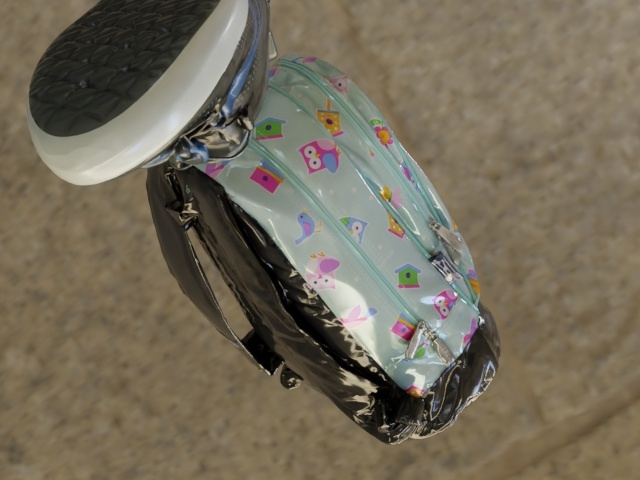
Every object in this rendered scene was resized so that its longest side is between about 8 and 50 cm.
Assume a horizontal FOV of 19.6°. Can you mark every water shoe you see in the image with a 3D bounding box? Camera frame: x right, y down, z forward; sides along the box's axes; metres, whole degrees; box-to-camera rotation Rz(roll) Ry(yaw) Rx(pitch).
[{"bbox_3d":[-0.045,-0.059,0.672,0.203,0.073,0.080,-74,146,-59],"label":"water shoe"}]

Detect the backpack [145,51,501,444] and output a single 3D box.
[{"bbox_3d":[0.000,0.000,0.912,0.115,0.152,0.182,-47,119,-19],"label":"backpack"}]
